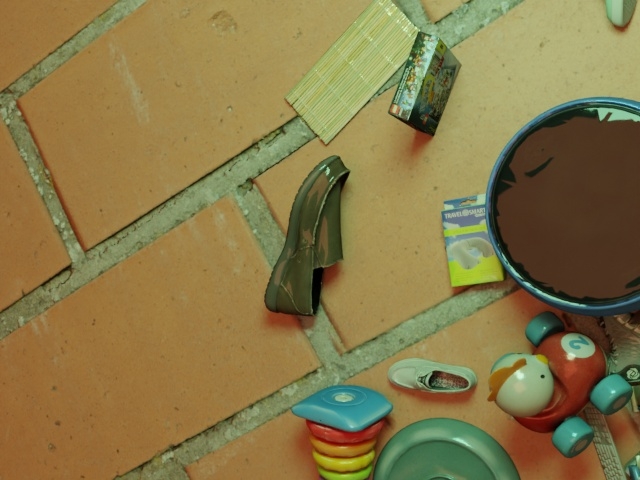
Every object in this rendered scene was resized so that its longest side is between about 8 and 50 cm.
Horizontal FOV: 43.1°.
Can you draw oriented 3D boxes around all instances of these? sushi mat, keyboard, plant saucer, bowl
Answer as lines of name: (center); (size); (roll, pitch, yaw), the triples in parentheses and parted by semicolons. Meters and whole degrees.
sushi mat: (0.070, -0.368, 1.740); (0.316, 0.019, 0.151); (-46, 76, 14)
keyboard: (0.548, 0.425, 1.525); (0.014, 0.072, 0.256); (-17, 83, -8)
plant saucer: (0.251, 0.524, 1.649); (0.317, 0.043, 0.318); (0, 90, 21)
bowl: (0.476, -0.062, 1.416); (0.391, 0.077, 0.391); (-1, 87, 27)

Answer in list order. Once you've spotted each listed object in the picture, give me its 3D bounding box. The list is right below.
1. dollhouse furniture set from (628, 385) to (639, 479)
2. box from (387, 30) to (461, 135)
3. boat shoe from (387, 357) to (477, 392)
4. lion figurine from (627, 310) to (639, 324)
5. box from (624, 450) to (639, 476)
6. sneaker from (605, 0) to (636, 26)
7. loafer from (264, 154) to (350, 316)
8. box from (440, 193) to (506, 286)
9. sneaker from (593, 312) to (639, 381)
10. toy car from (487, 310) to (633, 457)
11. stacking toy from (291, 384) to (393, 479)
dollhouse furniture set: (0.682, 0.380, 1.358); (0.286, 0.198, 0.303); (-9, 78, 9)
box: (0.206, -0.298, 1.572); (0.044, 0.233, 0.159); (23, 97, 18)
boat shoe: (0.223, 0.282, 1.650); (0.184, 0.063, 0.066); (8, 92, 20)
lion figurine: (0.734, 0.040, 1.393); (0.392, 0.142, 0.240); (-3, 107, 4)
box: (0.698, 0.515, 1.469); (0.067, 0.063, 0.324); (-47, 75, 12)
sneaker: (0.514, -0.527, 1.546); (0.151, 0.094, 0.256); (-3, 100, 39)
loafer: (0.000, 0.000, 1.714); (0.130, 0.134, 0.366); (23, 107, 15)
box: (0.307, -0.002, 1.634); (0.109, 0.042, 0.178); (-9, 87, 20)
sneaker: (0.545, 0.189, 1.521); (0.228, 0.086, 0.132); (40, 105, 15)
toy car: (0.391, 0.246, 1.457); (0.210, 0.238, 0.219); (-54, 48, 15)
stacking toy: (0.049, 0.466, 1.681); (0.175, 0.166, 0.302); (7, 103, 36)
